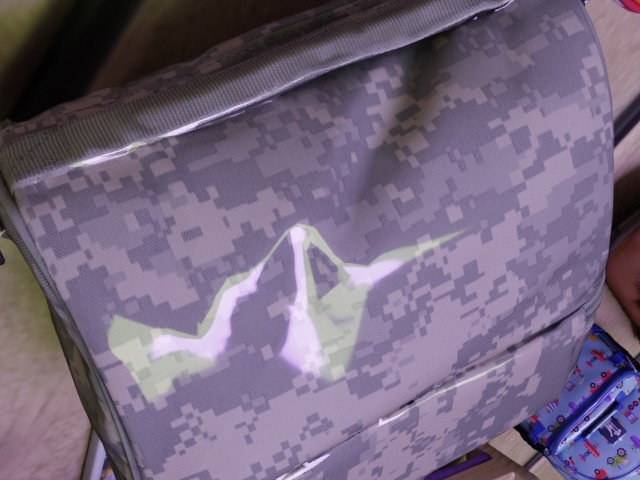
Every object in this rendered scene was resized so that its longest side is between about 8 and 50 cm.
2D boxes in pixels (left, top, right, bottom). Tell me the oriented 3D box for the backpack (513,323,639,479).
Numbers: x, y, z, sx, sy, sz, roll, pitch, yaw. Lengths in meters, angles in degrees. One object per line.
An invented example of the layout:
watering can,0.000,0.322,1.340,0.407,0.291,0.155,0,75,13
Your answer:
backpack,0.307,0.198,0.882,0.158,0.173,0.117,-41,140,5

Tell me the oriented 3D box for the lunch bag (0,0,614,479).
lunch bag,0.000,0.000,0.433,0.305,0.212,0.256,-24,142,-15

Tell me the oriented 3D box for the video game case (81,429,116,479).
video game case,-0.099,0.144,0.652,0.173,0.022,0.190,-5,131,-34

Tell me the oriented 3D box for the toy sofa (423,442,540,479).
toy sofa,0.050,0.334,0.872,0.363,0.177,0.150,-12,110,-27

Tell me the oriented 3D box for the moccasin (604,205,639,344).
moccasin,0.388,0.071,0.839,0.139,0.147,0.380,-36,140,-1

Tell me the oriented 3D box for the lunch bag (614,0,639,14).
lunch bag,0.198,-0.269,0.393,0.258,0.120,0.293,16,117,-45
